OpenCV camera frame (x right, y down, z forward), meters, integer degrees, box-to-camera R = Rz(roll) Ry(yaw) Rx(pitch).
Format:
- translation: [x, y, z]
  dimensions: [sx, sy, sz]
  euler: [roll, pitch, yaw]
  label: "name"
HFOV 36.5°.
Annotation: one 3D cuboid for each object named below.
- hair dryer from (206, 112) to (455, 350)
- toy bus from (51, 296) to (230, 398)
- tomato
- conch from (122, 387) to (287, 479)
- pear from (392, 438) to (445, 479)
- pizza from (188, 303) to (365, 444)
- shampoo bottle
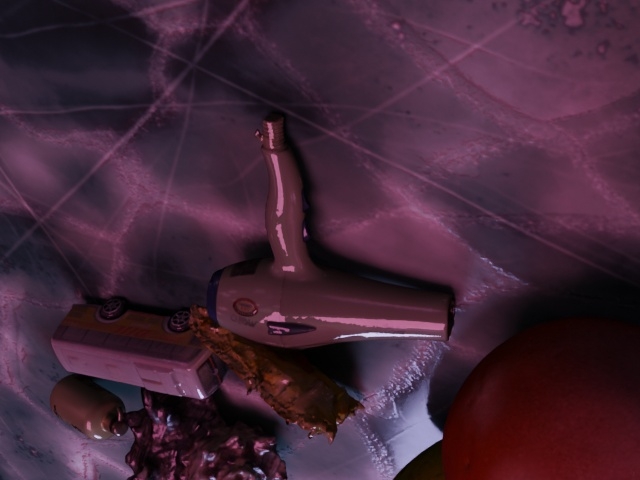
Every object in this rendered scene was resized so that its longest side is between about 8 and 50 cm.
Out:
- translation: [0.029, 0.028, 1.139]
  dimensions: [0.296, 0.119, 0.298]
  euler: [21, 125, 1]
  label: "hair dryer"
- translation: [-0.257, 0.155, 1.403]
  dimensions: [0.268, 0.106, 0.092]
  euler: [7, 135, 24]
  label: "toy bus"
- translation: [0.291, 0.232, 1.021]
  dimensions: [0.321, 0.321, 0.321]
  euler: [16, 136, 16]
  label: "tomato"
- translation: [-0.180, 0.338, 1.497]
  dimensions: [0.240, 0.186, 0.313]
  euler: [-32, 93, 17]
  label: "conch"
- translation: [0.205, 0.354, 1.259]
  dimensions: [0.269, 0.212, 0.212]
  euler: [-7, 126, 35]
  label: "pear"
- translation: [-0.023, 0.185, 1.232]
  dimensions: [0.280, 0.075, 0.287]
  euler: [36, 178, -22]
  label: "pizza"
- translation: [-0.365, 0.276, 1.571]
  dimensions: [0.162, 0.079, 0.079]
  euler: [19, 141, 42]
  label: "shampoo bottle"
